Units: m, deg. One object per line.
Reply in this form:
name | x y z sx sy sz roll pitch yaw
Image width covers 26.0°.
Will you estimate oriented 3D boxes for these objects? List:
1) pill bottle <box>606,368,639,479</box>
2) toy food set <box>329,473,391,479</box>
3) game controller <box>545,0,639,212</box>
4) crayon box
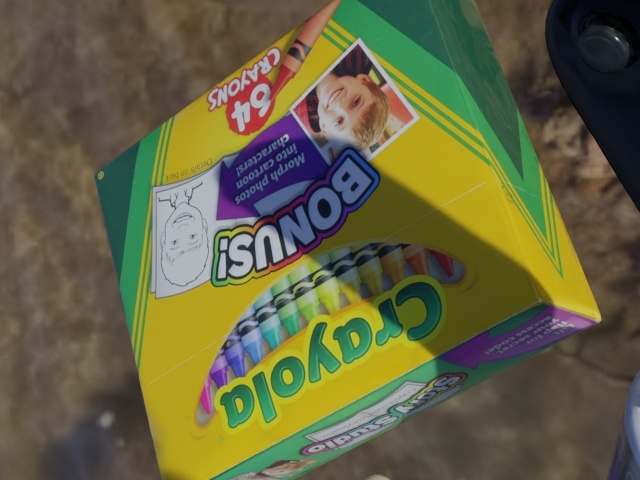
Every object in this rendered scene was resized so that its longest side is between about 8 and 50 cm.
pill bottle | 0.235 0.193 0.813 0.153 0.153 0.265 35 139 34
toy food set | 0.056 0.256 0.996 0.232 0.104 0.111 40 137 24
game controller | 0.219 0.008 0.544 0.319 0.067 0.166 53 153 -20
crayon box | 0.000 0.000 1.114 0.363 0.106 0.313 -32 59 28
